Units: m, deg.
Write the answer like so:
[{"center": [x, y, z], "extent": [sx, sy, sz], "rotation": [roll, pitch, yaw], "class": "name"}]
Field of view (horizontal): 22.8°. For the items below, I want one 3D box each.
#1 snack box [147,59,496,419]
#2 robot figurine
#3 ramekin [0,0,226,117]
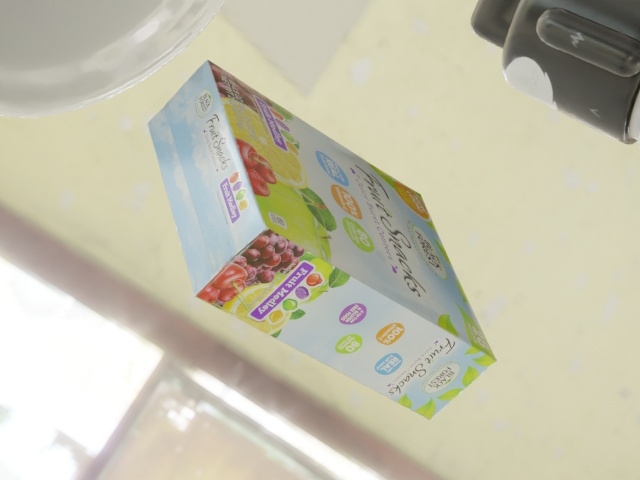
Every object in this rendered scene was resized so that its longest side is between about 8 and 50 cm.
[{"center": [0.000, 0.000, 1.011], "extent": [0.207, 0.070, 0.174], "rotation": [31, -155, -37], "class": "snack box"}, {"center": [0.293, -0.198, 1.572], "extent": [0.278, 0.209, 0.173], "rotation": [30, 147, 21], "class": "robot figurine"}, {"center": [-0.192, -0.236, 1.162], "extent": [0.135, 0.277, 0.277], "rotation": [50, -176, 27], "class": "ramekin"}]
